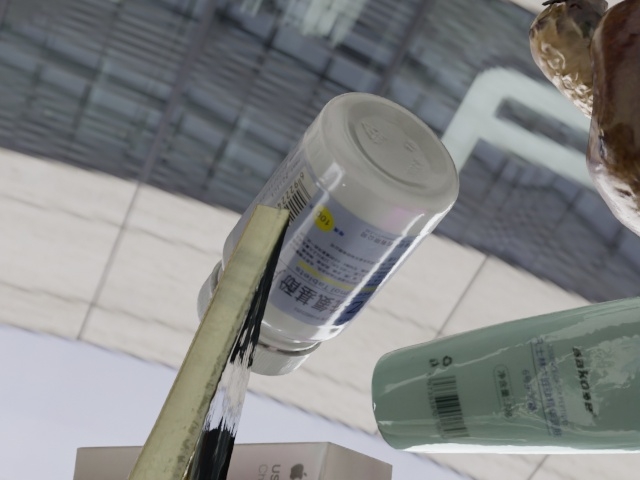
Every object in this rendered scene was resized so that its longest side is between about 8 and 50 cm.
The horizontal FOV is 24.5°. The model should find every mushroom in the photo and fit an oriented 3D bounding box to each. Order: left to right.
[{"bbox_3d":[0.332,-0.134,1.285,0.267,0.267,0.254,18,-162,-12],"label":"mushroom"}]

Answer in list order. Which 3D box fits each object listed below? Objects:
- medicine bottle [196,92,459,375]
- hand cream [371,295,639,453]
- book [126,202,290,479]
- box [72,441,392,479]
[{"bbox_3d":[0.000,0.000,0.965,0.103,0.186,0.103,25,-143,-20],"label":"medicine bottle"},{"bbox_3d":[0.172,0.091,0.944,0.067,0.321,0.109,-11,-89,-55],"label":"hand cream"},{"bbox_3d":[-0.092,0.182,0.787,0.028,0.262,0.374,17,-143,3],"label":"book"},{"bbox_3d":[-0.078,0.259,1.105,0.106,0.252,0.203,31,-120,-51],"label":"box"}]
